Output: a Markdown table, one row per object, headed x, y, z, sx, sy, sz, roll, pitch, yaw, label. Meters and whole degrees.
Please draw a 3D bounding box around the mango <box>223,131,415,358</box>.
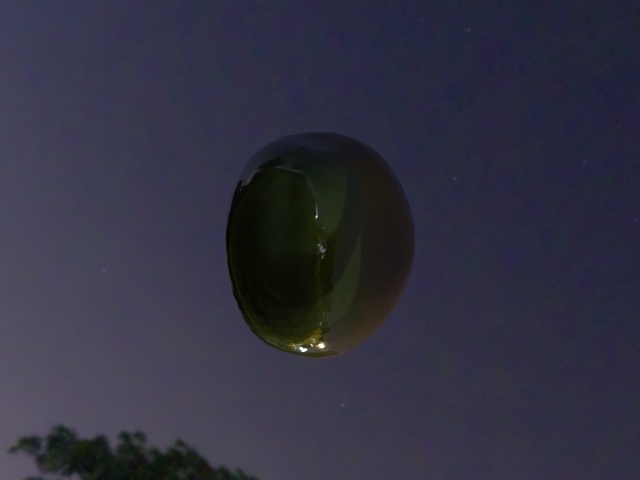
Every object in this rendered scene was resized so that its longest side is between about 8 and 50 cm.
| x | y | z | sx | sy | sz | roll | pitch | yaw | label |
| --- | --- | --- | --- | --- | --- | --- | --- | --- | --- |
| 0.000 | 0.000 | 0.496 | 0.092 | 0.130 | 0.195 | 11 | -12 | 14 | mango |
